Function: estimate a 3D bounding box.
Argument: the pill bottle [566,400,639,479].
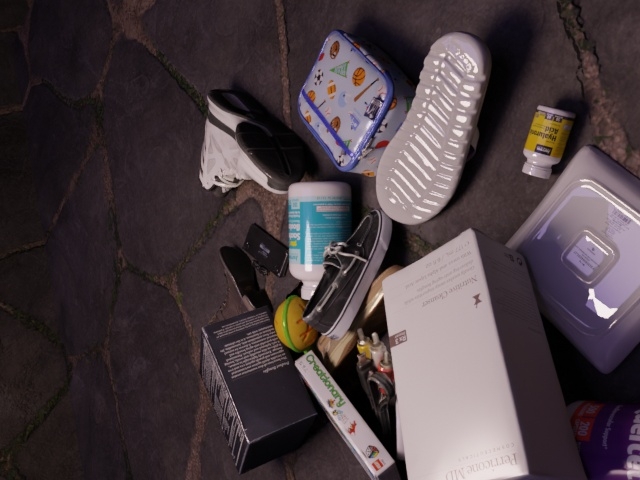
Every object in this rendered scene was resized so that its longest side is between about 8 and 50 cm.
[{"bbox_3d":[0.506,0.324,0.891,0.322,0.181,0.182,-12,83,47],"label":"pill bottle"}]

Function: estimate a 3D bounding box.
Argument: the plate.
[{"bbox_3d":[0.441,0.026,1.032,0.277,0.045,0.278,50,120,35],"label":"plate"}]

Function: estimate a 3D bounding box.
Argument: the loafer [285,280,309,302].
[{"bbox_3d":[-0.064,0.160,1.575,0.080,0.078,0.220,49,125,34],"label":"loafer"}]

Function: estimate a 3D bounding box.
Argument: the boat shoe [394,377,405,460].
[{"bbox_3d":[0.202,0.298,1.281,0.102,0.108,0.302,-1,93,5],"label":"boat shoe"}]

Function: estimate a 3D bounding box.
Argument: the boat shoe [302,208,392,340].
[{"bbox_3d":[0.051,0.050,1.327,0.306,0.105,0.113,-63,18,-17],"label":"boat shoe"}]

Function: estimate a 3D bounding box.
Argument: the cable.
[{"bbox_3d":[0.134,0.318,1.312,0.139,0.072,0.287,41,154,53],"label":"cable"}]

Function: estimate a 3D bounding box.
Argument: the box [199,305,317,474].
[{"bbox_3d":[-0.162,0.370,1.553,0.294,0.182,0.296,63,157,25],"label":"box"}]

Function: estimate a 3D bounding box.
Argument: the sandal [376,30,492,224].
[{"bbox_3d":[0.234,-0.198,1.227,0.169,0.102,0.416,41,135,22],"label":"sandal"}]

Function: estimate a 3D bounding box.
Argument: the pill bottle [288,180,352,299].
[{"bbox_3d":[0.000,0.000,1.450,0.146,0.146,0.264,0,91,47],"label":"pill bottle"}]

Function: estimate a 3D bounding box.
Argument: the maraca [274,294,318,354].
[{"bbox_3d":[-0.047,0.202,1.479,0.099,0.186,0.127,-3,58,22],"label":"maraca"}]

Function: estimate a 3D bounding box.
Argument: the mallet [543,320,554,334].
[{"bbox_3d":[0.375,0.197,1.141,0.190,0.062,0.039,-51,57,18],"label":"mallet"}]

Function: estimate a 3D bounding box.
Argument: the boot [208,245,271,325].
[{"bbox_3d":[-0.257,0.175,1.776,0.229,0.091,0.263,-49,60,36],"label":"boot"}]

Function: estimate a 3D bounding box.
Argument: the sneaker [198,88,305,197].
[{"bbox_3d":[-0.189,-0.191,1.667,0.447,0.169,0.258,52,136,42],"label":"sneaker"}]

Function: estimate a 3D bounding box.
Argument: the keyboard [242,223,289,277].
[{"bbox_3d":[-0.149,0.038,1.705,0.180,0.023,0.108,35,110,42],"label":"keyboard"}]

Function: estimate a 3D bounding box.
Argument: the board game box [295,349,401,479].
[{"bbox_3d":[0.062,0.401,1.387,0.305,0.053,0.193,49,167,34],"label":"board game box"}]

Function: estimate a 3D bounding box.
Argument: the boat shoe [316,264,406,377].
[{"bbox_3d":[0.083,0.162,1.384,0.110,0.121,0.341,55,130,30],"label":"boat shoe"}]

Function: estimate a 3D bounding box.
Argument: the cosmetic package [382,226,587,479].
[{"bbox_3d":[0.241,0.206,1.006,0.217,0.156,0.385,-36,44,36],"label":"cosmetic package"}]

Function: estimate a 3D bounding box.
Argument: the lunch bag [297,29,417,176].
[{"bbox_3d":[0.070,-0.288,1.365,0.243,0.114,0.303,-57,43,29],"label":"lunch bag"}]

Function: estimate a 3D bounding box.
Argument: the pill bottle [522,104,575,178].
[{"bbox_3d":[0.386,-0.168,1.085,0.065,0.065,0.116,29,113,43],"label":"pill bottle"}]
